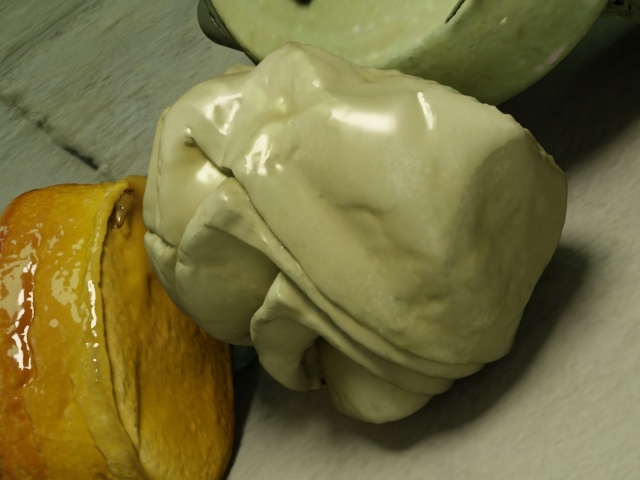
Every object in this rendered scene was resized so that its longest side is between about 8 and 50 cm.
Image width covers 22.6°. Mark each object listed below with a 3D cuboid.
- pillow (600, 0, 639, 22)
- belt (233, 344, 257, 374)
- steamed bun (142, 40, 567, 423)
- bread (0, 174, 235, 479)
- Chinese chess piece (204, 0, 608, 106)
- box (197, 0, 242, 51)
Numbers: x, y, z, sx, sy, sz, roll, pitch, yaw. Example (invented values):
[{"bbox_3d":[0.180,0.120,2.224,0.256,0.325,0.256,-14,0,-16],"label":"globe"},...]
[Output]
[{"bbox_3d":[0.306,-0.242,1.175,0.274,0.076,0.281,-35,19,-6],"label":"pillow"},{"bbox_3d":[-0.094,0.063,1.284,0.105,0.058,0.140,-48,28,-14],"label":"belt"},{"bbox_3d":[0.001,0.001,1.054,0.289,0.276,0.203,16,80,28],"label":"steamed bun"},{"bbox_3d":[-0.156,0.083,1.140,0.143,0.195,0.269,-16,64,23],"label":"bread"},{"bbox_3d":[0.060,-0.257,1.142,0.349,0.146,0.349,-8,78,41],"label":"Chinese chess piece"},{"bbox_3d":[0.044,-0.311,1.454,0.344,0.177,0.352,29,103,65],"label":"box"}]
